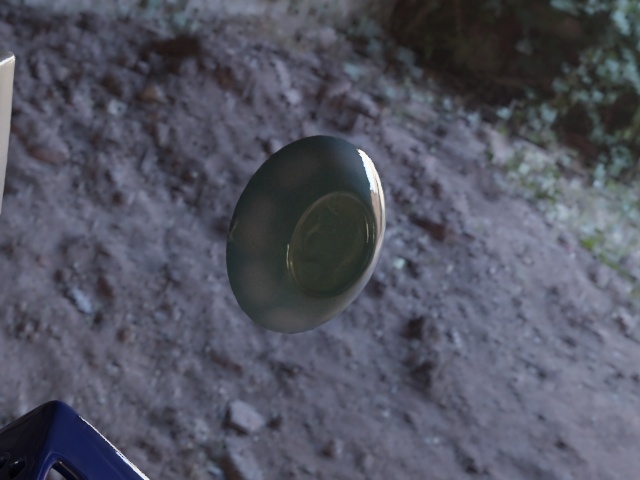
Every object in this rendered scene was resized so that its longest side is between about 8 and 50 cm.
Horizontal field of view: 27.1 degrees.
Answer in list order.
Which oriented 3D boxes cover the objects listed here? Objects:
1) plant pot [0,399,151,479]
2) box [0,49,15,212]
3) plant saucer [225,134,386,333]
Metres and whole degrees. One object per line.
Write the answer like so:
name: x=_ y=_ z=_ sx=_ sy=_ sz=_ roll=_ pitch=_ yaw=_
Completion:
plant pot: x=-0.228 y=0.300 z=0.999 sx=0.236 sy=0.236 sz=0.212 roll=50 pitch=24 yaw=-19
box: x=-0.307 y=-0.050 z=0.823 sx=0.148 sy=0.127 sz=0.232 roll=13 pitch=20 yaw=8
plant saucer: x=0.000 y=0.000 z=1.243 sx=0.195 sy=0.195 sz=0.037 roll=7 pitch=11 yaw=-41
